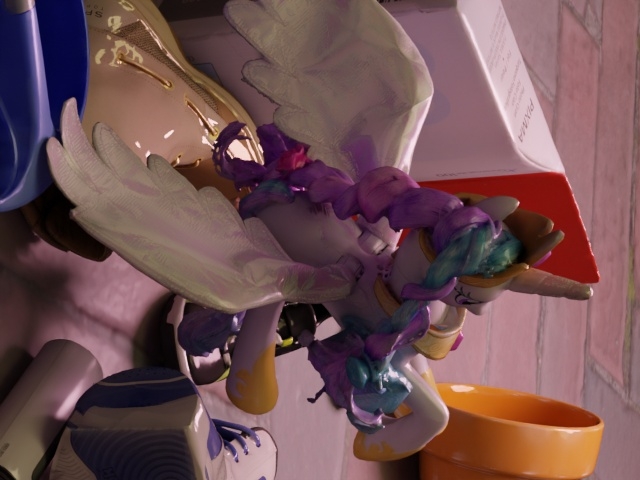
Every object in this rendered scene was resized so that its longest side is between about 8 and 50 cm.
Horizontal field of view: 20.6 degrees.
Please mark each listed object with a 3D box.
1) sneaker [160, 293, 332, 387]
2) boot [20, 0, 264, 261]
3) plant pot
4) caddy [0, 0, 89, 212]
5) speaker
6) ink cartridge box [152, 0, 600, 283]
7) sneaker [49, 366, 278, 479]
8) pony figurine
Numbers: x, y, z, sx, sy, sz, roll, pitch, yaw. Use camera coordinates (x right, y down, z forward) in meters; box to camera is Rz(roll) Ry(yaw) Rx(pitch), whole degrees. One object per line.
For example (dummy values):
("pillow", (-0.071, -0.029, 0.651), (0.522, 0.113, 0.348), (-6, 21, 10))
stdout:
("sneaker", (-0.054, 0.065, 1.551), (0.235, 0.097, 0.084), (-31, 112, -60))
("boot", (-0.143, -0.057, 1.406), (0.262, 0.095, 0.203), (54, 40, -42))
("plant pot", (0.189, 0.268, 1.896), (0.205, 0.205, 0.188), (-1, 101, -62))
("caddy", (-0.265, -0.175, 1.107), (0.241, 0.179, 0.341), (-58, 135, -50))
("speaker", (-0.211, 0.133, 1.289), (0.136, 0.055, 0.055), (-60, 137, -48))
("ink cartridge box", (0.046, -0.065, 1.540), (0.385, 0.308, 0.091), (64, 34, -36))
("sneaker", (-0.115, 0.187, 1.383), (0.182, 0.127, 0.315), (-77, 164, -45))
("pony figurine", (0.000, 0.000, 1.271), (0.303, 0.351, 0.363), (-50, 173, -30))
